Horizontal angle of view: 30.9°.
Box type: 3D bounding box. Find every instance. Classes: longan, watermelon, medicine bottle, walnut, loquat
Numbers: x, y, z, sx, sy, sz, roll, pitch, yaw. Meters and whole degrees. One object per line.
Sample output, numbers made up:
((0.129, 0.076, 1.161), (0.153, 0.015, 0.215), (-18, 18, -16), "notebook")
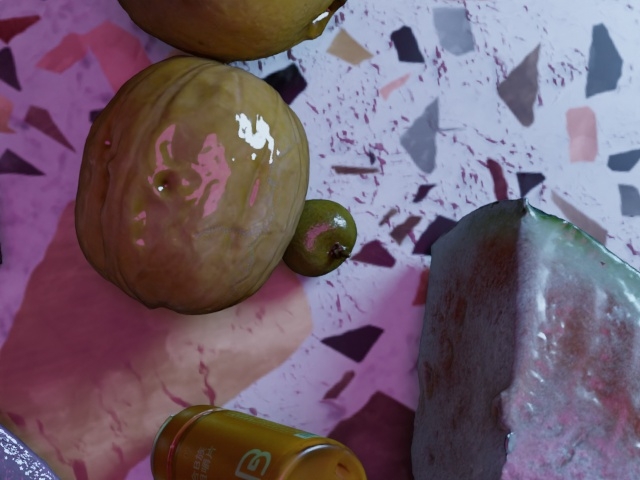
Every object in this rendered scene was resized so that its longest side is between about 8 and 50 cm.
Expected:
((0.000, 0.000, 1.050), (0.075, 0.083, 0.075), (-17, 122, -28), "longan")
((0.187, 0.161, 0.964), (0.258, 0.228, 0.387), (-31, 81, -17), "watermelon")
((-0.054, 0.194, 0.952), (0.096, 0.192, 0.096), (-3, 94, -36), "medicine bottle")
((-0.111, -0.045, 0.998), (0.195, 0.195, 0.221), (17, 89, -3), "walnut")
((-0.085, -0.263, 1.019), (0.238, 0.193, 0.238), (6, 72, -18), "loquat")

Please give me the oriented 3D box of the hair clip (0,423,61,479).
((-0.267, 0.257, 0.997), (0.096, 0.110, 0.358), (-34, 90, 31), "hair clip")

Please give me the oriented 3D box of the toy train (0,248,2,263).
((-0.328, -0.099, 1.046), (0.048, 0.055, 0.251), (-9, 84, -6), "toy train")
